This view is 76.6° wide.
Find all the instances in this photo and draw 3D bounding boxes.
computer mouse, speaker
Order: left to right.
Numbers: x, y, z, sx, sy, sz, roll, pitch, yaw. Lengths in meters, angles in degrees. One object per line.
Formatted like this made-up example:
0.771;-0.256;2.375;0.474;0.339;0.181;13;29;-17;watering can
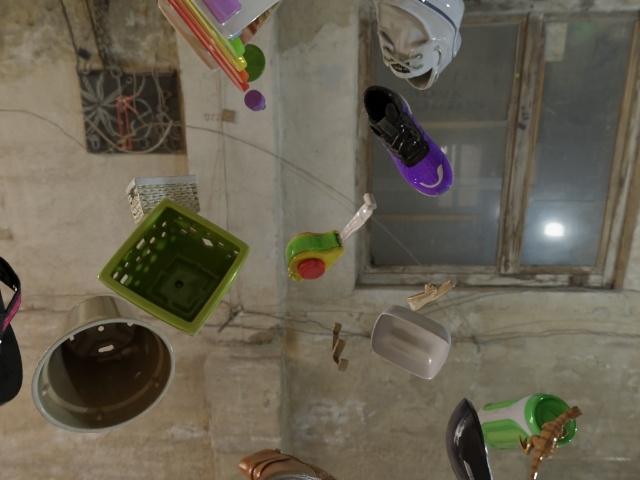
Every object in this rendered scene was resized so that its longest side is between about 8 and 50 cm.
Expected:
0.250;0.405;0.648;0.060;0.261;0.184;-12;180;8;computer mouse
0.519;0.478;1.060;0.131;0.131;0.296;-3;153;-10;speaker

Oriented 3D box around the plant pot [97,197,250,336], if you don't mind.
-0.318;0.080;0.924;0.228;0.227;0.207;31;154;-1;plant pot

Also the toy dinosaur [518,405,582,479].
0.426;0.399;0.778;0.064;0.112;0.211;34;-115;23;toy dinosaur

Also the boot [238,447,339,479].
-0.075;0.425;0.720;0.220;0.109;0.283;5;159;43;boot

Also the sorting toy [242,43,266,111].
-0.241;-0.627;1.426;0.127;0.365;0.126;-10;-179;12;sorting toy

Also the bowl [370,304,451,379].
0.174;0.188;0.779;0.142;0.141;0.053;23;-136;17;bowl

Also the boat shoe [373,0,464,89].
0.104;-0.210;0.431;0.083;0.075;0.226;32;-161;23;boat shoe

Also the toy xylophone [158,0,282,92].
-0.141;-0.293;0.440;0.081;0.236;0.323;-41;-165;-1;toy xylophone

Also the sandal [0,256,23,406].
-0.249;0.029;0.288;0.040;0.179;0.067;-24;166;8;sandal

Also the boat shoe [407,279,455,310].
0.370;0.175;1.367;0.170;0.059;0.063;-34;172;14;boat shoe

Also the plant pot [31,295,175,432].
-0.632;0.318;1.183;0.334;0.333;0.305;-9;-160;-31;plant pot

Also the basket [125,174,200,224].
-0.417;-0.108;1.089;0.167;0.103;0.113;-11;175;-37;basket

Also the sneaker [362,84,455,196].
0.174;-0.222;0.883;0.102;0.293;0.146;-38;158;25;sneaker

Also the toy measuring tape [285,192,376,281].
0.000;0.000;0.979;0.122;0.330;0.121;21;-137;-21;toy measuring tape

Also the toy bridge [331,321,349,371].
0.053;0.322;1.205;0.026;0.063;0.188;14;-157;-11;toy bridge
